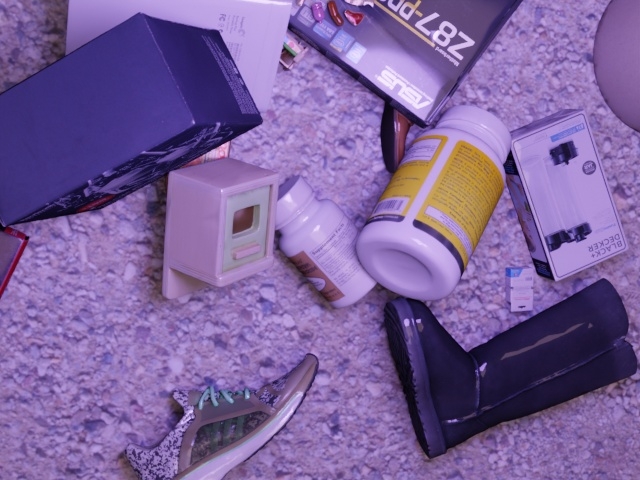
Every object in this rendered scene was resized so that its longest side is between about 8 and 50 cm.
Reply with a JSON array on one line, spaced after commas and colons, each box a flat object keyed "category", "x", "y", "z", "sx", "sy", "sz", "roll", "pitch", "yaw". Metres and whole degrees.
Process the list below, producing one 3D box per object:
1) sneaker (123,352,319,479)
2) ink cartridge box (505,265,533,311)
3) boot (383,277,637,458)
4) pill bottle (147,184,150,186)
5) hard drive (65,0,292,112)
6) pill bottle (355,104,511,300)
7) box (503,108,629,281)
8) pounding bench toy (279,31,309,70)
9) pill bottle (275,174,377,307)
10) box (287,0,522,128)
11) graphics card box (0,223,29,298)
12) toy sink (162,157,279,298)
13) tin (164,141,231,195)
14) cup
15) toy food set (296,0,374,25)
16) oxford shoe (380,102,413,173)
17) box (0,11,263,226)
[{"category": "sneaker", "x": -0.182, "y": 0.316, "z": 1.881, "sx": 0.410, "sy": 0.158, "sz": 0.182, "roll": -39, "pitch": 87, "yaw": -11}, {"category": "ink cartridge box", "x": 0.386, "y": 0.094, "z": 2.033, "sx": 0.048, "sy": 0.028, "sz": 0.083, "roll": -2, "pitch": 98, "yaw": -13}, {"category": "boot", "x": 0.362, "y": 0.183, "z": 1.949, "sx": 0.445, "sy": 0.146, "sz": 0.367, "roll": -20, "pitch": 127, "yaw": -6}, {"category": "pill bottle", "x": -0.316, "y": -0.152, "z": 1.813, "sx": 0.065, "sy": 0.065, "sz": 0.116, "roll": 1, "pitch": 97, "yaw": -14}, {"category": "hard drive", "x": -0.244, "y": -0.330, "z": 1.752, "sx": 0.353, "sy": 0.047, "sz": 0.233, "roll": 4, "pitch": 135, "yaw": -14}, {"category": "pill bottle", "x": 0.211, "y": -0.074, "z": 1.839, "sx": 0.188, "sy": 0.188, "sz": 0.334, "roll": 40, "pitch": 60, "yaw": -15}, {"category": "box", "x": 0.459, "y": -0.087, "z": 1.995, "sx": 0.169, "sy": 0.087, "sz": 0.289, "roll": -22, "pitch": 102, "yaw": -9}, {"category": "pounding bench toy", "x": -0.062, "y": -0.339, "z": 1.838, "sx": 0.065, "sy": 0.083, "sz": 0.052, "roll": 41, "pitch": 87, "yaw": -16}, {"category": "pill bottle", "x": 0.000, "y": 0.000, "z": 1.875, "sx": 0.131, "sy": 0.131, "sz": 0.229, "roll": -43, "pitch": 104, "yaw": -5}, {"category": "box", "x": 0.121, "y": -0.437, "z": 1.826, "sx": 0.395, "sy": 0.097, "sz": 0.318, "roll": 37, "pitch": 90, "yaw": -2}, {"category": "graphics card box", "x": -0.704, "y": 0.021, "z": 1.730, "sx": 0.371, "sy": 0.094, "sz": 0.232, "roll": 26, "pitch": 91, "yaw": -15}, {"category": "toy sink", "x": -0.167, "y": -0.005, "z": 1.779, "sx": 0.153, "sy": 0.131, "sz": 0.234, "roll": -19, "pitch": 123, "yaw": -51}, {"category": "tin", "x": -0.216, "y": -0.140, "z": 1.854, "sx": 0.106, "sy": 0.040, "sz": 0.189, "roll": 9, "pitch": 96, "yaw": -10}, {"category": "cup", "x": 0.711, "y": -0.351, "z": 1.943, "sx": 0.331, "sy": 0.237, "sz": 0.330, "roll": -2, "pitch": 98, "yaw": -13}, {"category": "toy food set", "x": 0.024, "y": -0.397, "z": 1.767, "sx": 0.122, "sy": 0.019, "sz": 0.077, "roll": 22, "pitch": 91, "yaw": -10}, {"category": "oxford shoe", "x": 0.153, "y": -0.227, "z": 1.912, "sx": 0.076, "sy": 0.076, "sz": 0.212, "roll": 2, "pitch": 96, "yaw": -19}, {"category": "box", "x": -0.313, "y": -0.181, "z": 1.612, "sx": 0.343, "sy": 0.312, "sz": 0.178, "roll": -26, "pitch": 89, "yaw": 17}]
